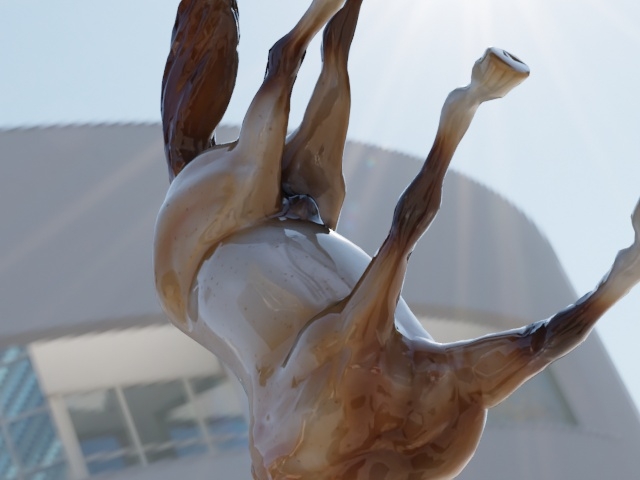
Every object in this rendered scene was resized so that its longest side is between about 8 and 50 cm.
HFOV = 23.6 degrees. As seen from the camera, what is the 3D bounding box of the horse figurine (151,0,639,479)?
[{"bbox_3d":[0.000,0.000,0.456,0.066,0.263,0.174,12,-61,-34],"label":"horse figurine"}]
